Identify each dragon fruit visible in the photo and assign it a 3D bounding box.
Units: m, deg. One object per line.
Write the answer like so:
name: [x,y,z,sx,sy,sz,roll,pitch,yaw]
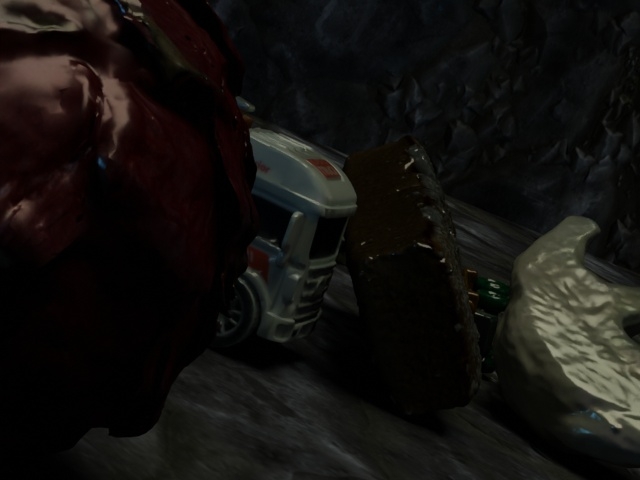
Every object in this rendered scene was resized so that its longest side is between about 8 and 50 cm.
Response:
dragon fruit: [-0.182,-0.032,0.914,0.329,0.329,0.329,24,8,-4]

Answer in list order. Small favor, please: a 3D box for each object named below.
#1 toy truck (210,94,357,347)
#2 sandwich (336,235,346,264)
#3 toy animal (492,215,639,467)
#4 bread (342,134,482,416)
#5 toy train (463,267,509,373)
toy truck: [-0.155,-0.063,1.503,0.387,0.207,0.173,26,9,11]
sandwich: [0.000,0.000,2.147,0.093,0.036,0.105,26,9,2]
toy animal: [0.284,0.156,1.702,0.308,0.188,0.266,40,35,21]
bread: [0.088,0.024,1.651,0.113,0.165,0.416,-16,17,5]
toy train: [0.144,0.083,1.876,0.136,0.091,0.228,15,9,5]
